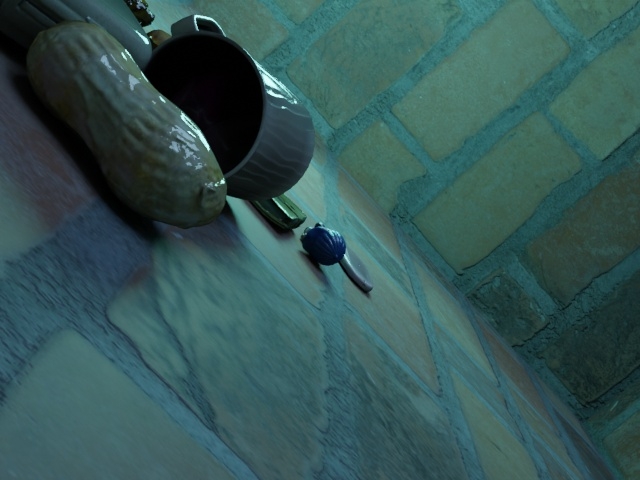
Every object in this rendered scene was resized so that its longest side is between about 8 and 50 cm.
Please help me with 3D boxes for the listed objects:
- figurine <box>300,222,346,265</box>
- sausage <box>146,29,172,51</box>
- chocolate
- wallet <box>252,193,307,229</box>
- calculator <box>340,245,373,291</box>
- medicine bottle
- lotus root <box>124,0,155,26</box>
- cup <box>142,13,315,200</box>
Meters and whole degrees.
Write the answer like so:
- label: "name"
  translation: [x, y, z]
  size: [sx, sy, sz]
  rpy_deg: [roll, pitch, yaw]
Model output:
- label: "figurine"
  translation: [0.004, 0.008, 1.792]
  size: [0.136, 0.077, 0.079]
  rpy_deg: [-157, -137, -83]
- label: "sausage"
  translation: [-0.273, -0.354, 1.927]
  size: [0.089, 0.083, 0.300]
  rpy_deg: [57, 15, 15]
- label: "chocolate"
  translation: [-0.233, -0.137, 1.117]
  size: [0.309, 0.134, 0.134]
  rpy_deg: [48, 9, 7]
- label: "wallet"
  translation: [-0.081, -0.064, 1.754]
  size: [0.110, 0.039, 0.155]
  rpy_deg: [46, 9, 4]
- label: "calculator"
  translation: [0.070, 0.052, 2.001]
  size: [0.103, 0.024, 0.166]
  rpy_deg: [42, 12, -30]
- label: "medicine bottle"
  translation: [-0.397, -0.352, 1.234]
  size: [0.375, 0.123, 0.282]
  rpy_deg: [37, 11, -46]
- label: "lotus root"
  translation: [-0.427, -0.513, 1.686]
  size: [0.342, 0.151, 0.169]
  rpy_deg: [51, 24, -13]
- label: "cup"
  translation: [-0.161, -0.197, 1.450]
  size: [0.288, 0.208, 0.273]
  rpy_deg: [43, 7, 17]
